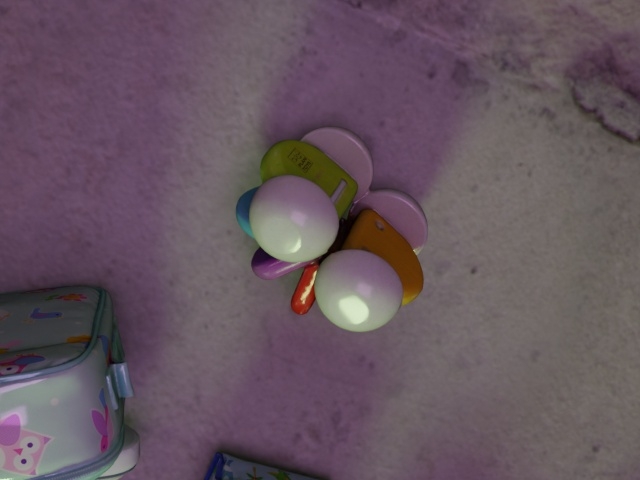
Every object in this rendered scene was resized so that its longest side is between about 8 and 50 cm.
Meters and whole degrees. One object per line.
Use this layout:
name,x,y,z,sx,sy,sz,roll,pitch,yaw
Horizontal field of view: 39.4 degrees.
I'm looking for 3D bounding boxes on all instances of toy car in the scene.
toy car,0.000,0.000,0.787,0.136,0.159,0.182,-35,104,35

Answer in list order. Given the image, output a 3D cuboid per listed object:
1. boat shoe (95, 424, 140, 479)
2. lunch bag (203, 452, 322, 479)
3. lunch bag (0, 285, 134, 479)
boat shoe,-0.285,0.215,0.795,0.257,0.095,0.084,-4,102,3
lunch bag,-0.064,0.293,0.832,0.128,0.096,0.151,20,108,-13
lunch bag,-0.254,0.115,0.683,0.223,0.279,0.108,-6,102,-9
